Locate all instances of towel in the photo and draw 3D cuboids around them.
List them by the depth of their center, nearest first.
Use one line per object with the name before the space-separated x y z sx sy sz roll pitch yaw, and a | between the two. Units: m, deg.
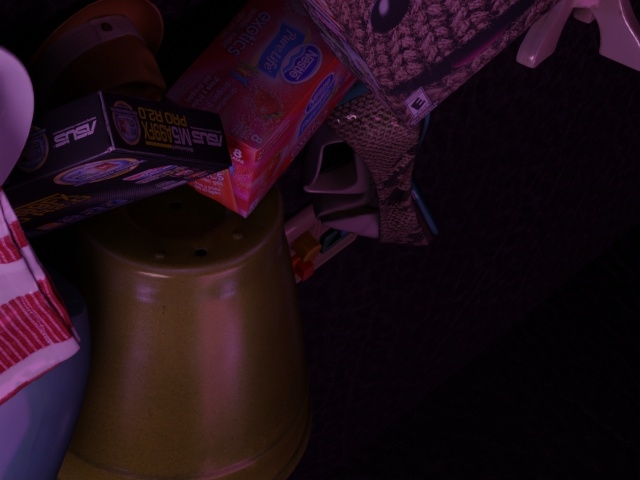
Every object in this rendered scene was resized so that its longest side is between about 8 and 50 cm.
towel | -0.344 0.067 1.328 0.237 0.037 0.329 -37 144 -16

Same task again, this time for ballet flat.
ballet flat | 0.060 -0.102 2.149 0.182 0.164 0.483 -23 158 -4

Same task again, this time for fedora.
fedora | -0.218 -0.157 1.570 0.194 0.079 0.194 -38 160 -16

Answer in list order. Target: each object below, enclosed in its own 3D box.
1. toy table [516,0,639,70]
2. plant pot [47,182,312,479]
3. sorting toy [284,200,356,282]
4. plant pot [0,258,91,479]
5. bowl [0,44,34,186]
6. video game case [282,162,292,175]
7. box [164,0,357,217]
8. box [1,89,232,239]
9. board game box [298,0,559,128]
toy table | 0.347 -0.344 2.085 0.274 0.252 0.161 -26 140 -40
plant pot | -0.172 0.078 1.810 0.366 0.366 0.353 -30 145 -34
sorting toy | 0.000 0.000 2.371 0.347 0.047 0.196 -36 159 -19
plant pot | -0.368 0.129 1.589 0.235 0.293 0.293 -61 157 12
bowl | -0.394 -0.090 1.282 0.298 0.134 0.298 -38 160 -16
video game case | -0.075 -0.150 1.951 0.196 0.026 0.274 -27 156 -39
box | -0.057 -0.169 1.698 0.257 0.122 0.128 -53 167 -33
box | -0.255 -0.066 1.525 0.270 0.060 0.216 -18 171 24
board game box | 0.087 -0.290 1.501 0.232 0.141 0.291 -41 146 -1
